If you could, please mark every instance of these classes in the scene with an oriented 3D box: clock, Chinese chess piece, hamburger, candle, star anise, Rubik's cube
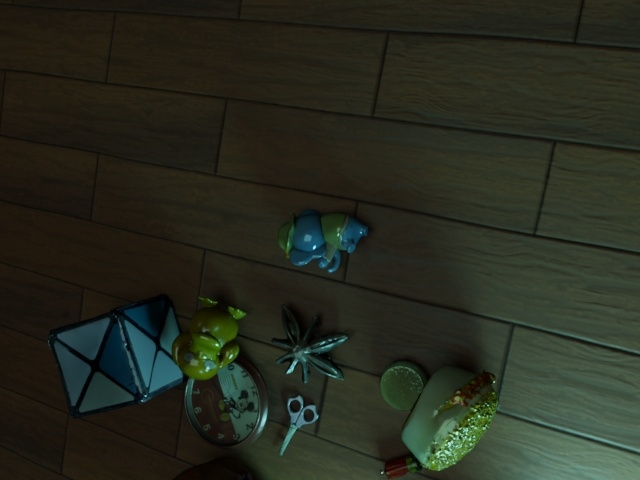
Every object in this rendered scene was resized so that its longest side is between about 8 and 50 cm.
[{"bbox_3d":[-0.306,0.522,1.832,0.318,0.080,0.319,-1,86,23],"label":"clock"},{"bbox_3d":[0.243,0.418,1.618,0.144,0.058,0.144,2,96,22],"label":"Chinese chess piece"},{"bbox_3d":[0.344,0.466,1.466,0.179,0.276,0.294,33,109,28],"label":"hamburger"},{"bbox_3d":[0.231,0.665,1.640,0.130,0.052,0.052,-28,83,22],"label":"candle"},{"bbox_3d":[-0.032,0.328,1.701,0.257,0.110,0.198,18,84,13],"label":"star anise"},{"bbox_3d":[-0.650,0.371,1.837,0.307,0.305,0.310,-18,86,21],"label":"Rubik's cube"}]

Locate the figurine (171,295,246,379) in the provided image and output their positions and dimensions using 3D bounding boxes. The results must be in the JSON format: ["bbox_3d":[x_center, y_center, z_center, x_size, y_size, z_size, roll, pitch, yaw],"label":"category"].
[{"bbox_3d":[-0.351,0.312,1.765,0.215,0.228,0.215,6,127,8],"label":"figurine"}]

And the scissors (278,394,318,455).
[{"bbox_3d":[-0.086,0.593,1.777,0.110,0.021,0.212,28,103,15],"label":"scissors"}]

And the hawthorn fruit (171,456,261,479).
[{"bbox_3d":[-0.326,0.894,1.664,0.471,0.472,0.472,1,93,22],"label":"hawthorn fruit"}]

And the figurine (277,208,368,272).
[{"bbox_3d":[0.000,-0.003,1.643,0.262,0.154,0.180,10,86,25],"label":"figurine"}]
